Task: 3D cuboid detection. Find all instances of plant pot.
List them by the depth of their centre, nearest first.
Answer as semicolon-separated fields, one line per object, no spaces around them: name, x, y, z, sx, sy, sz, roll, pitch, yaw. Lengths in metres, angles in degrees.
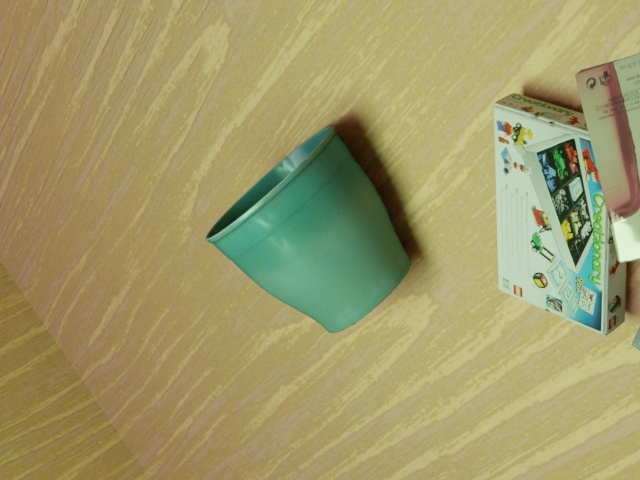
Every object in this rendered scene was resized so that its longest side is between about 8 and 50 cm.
plant pot;0.000;0.000;2.044;0.255;0.271;0.272;49;146;-8

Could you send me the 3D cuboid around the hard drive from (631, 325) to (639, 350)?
hard drive;0.495;0.148;1.729;0.135;0.022;0.094;39;140;26

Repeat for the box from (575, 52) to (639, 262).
box;0.407;-0.103;1.484;0.127;0.149;0.232;-14;86;42

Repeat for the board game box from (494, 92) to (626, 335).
board game box;0.329;-0.036;1.753;0.193;0.053;0.305;25;132;40
